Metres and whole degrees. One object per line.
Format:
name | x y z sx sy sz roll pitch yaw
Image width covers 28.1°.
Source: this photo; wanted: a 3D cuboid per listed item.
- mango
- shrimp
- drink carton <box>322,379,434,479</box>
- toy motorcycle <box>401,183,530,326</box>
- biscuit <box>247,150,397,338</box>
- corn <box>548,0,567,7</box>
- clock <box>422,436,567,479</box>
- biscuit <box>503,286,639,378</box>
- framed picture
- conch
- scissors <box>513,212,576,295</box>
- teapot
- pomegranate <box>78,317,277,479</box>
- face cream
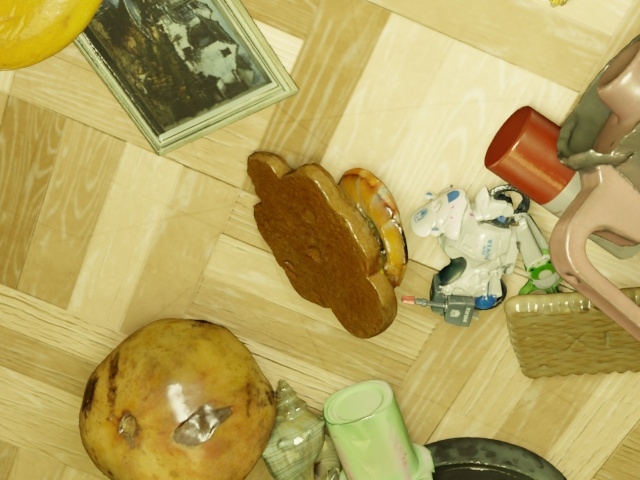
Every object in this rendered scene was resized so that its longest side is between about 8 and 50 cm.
mango | -0.339 -0.308 1.512 0.317 0.119 0.176 -34 74 21
shrimp | 0.064 0.013 1.694 0.068 0.150 0.248 -22 143 -22
drink carton | 0.076 0.292 1.886 0.146 0.144 0.142 -18 110 7
toy motorcycle | 0.186 0.014 1.677 0.150 0.102 0.221 3 127 -6
biscuit | 0.000 0.000 1.677 0.290 0.041 0.208 55 147 3
corn | 0.283 -0.302 1.464 0.027 0.028 0.083 23 124 1
clock | 0.246 0.439 1.998 0.325 0.067 0.325 6 127 8
biscuit | 0.414 0.117 1.704 0.325 0.044 0.217 -5 149 14
framed picture | -0.197 -0.254 1.604 0.232 0.019 0.296 -22 119 25
conch | -0.030 0.323 1.949 0.114 0.137 0.234 5 123 42
scissors | 0.288 0.030 1.667 0.101 0.027 0.204 -24 138 7
teapot | 0.440 -0.050 1.432 0.362 0.376 0.305 41 166 -8
pomegranate | -0.205 0.252 1.836 0.281 0.281 0.281 6 127 8
face cream | 0.315 -0.071 1.585 0.214 0.096 0.096 33 126 -12
